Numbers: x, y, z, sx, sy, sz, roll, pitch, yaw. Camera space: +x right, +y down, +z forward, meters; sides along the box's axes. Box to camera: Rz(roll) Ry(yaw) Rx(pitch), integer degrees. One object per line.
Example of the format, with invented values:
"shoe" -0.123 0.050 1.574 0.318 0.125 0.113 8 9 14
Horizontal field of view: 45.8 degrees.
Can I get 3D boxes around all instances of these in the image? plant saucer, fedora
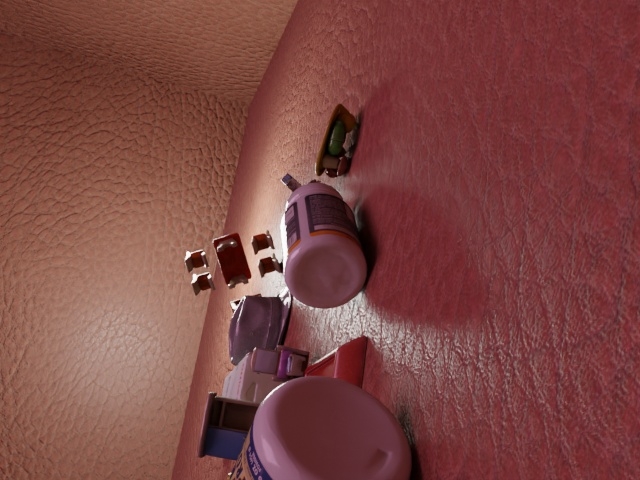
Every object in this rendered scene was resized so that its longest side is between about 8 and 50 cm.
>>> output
"plant saucer" 0.006 0.323 1.410 0.258 0.047 0.259 132 149 -63
"fedora" -0.180 0.245 2.074 0.244 0.124 0.275 -120 46 -70

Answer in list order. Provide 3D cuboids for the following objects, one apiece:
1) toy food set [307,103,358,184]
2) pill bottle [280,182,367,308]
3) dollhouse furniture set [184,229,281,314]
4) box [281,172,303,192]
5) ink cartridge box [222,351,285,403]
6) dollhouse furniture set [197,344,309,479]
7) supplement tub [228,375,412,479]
"toy food set" 0.042 -0.212 1.805 0.128 0.071 0.218 -14 -57 -78
"pill bottle" 0.000 0.000 1.532 0.278 0.162 0.162 -98 26 -60
"dollhouse furniture set" -0.251 0.106 2.288 0.135 0.262 0.259 -118 13 -73
"box" -0.033 -0.104 1.832 0.027 0.137 0.094 -47 17 2
"ink cartridge box" -0.174 0.418 1.881 0.283 0.117 0.207 129 152 -61
"dollhouse furniture set" -0.146 0.338 1.490 0.303 0.198 0.286 81 -162 -80
"supplement tub" -0.026 0.379 1.093 0.228 0.228 0.316 -97 25 -56
